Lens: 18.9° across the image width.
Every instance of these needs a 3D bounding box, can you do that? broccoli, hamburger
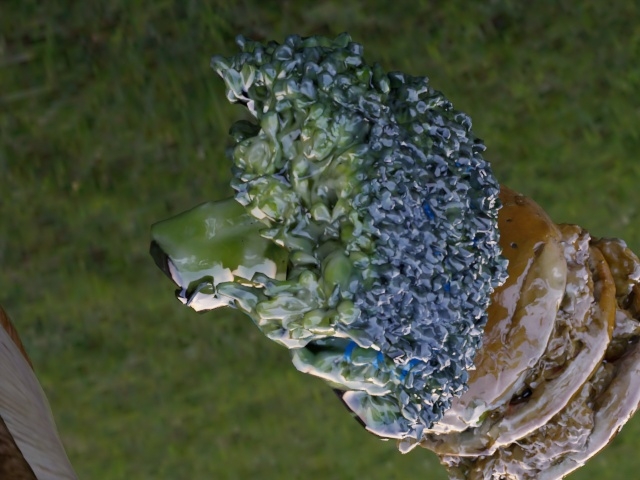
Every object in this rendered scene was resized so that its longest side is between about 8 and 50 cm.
[{"bbox_3d":[0.000,0.000,0.817,0.160,0.154,0.167,-18,139,24],"label":"broccoli"},{"bbox_3d":[0.147,0.087,1.657,0.211,0.260,0.245,38,76,-34],"label":"hamburger"}]

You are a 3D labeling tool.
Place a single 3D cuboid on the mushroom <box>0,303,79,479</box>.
[{"bbox_3d":[-0.106,0.106,0.499,0.138,0.231,0.194,-32,141,3],"label":"mushroom"}]
